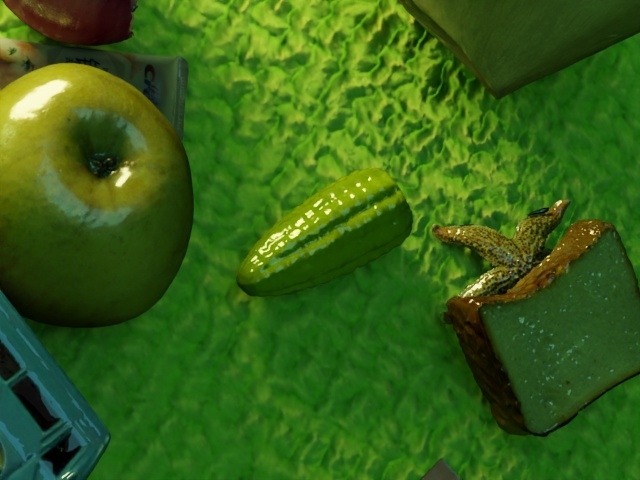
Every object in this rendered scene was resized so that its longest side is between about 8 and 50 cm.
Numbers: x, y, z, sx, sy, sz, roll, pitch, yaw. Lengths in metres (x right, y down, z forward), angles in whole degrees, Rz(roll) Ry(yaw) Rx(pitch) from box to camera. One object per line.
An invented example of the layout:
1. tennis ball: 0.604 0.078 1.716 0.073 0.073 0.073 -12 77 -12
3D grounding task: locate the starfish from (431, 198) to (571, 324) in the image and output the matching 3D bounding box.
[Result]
1. starfish: 0.219 0.047 2.107 0.208 0.053 0.176 -16 90 -19

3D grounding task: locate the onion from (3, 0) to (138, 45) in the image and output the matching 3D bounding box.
1. onion: -0.256 -0.310 1.954 0.200 0.200 0.207 5 103 -21

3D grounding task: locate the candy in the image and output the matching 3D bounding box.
1. candy: 0.000 0.000 2.001 0.209 0.097 0.097 -30 87 -24

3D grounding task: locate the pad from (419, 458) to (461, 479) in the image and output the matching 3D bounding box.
1. pad: 0.154 0.336 2.010 0.113 0.006 0.188 -41 90 -26

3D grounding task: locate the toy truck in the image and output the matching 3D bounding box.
1. toy truck: -0.364 0.111 1.782 0.162 0.161 0.385 -38 90 -30

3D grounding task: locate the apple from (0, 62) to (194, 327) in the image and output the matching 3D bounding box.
1. apple: -0.241 -0.041 1.859 0.261 0.194 0.261 7 72 -23

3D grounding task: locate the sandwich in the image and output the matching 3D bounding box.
1. sandwich: 0.259 0.098 2.065 0.215 0.065 0.186 -33 108 -26

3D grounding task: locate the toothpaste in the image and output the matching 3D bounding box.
1. toothpaste: -0.288 -0.167 1.955 0.323 0.066 0.100 8 78 -25

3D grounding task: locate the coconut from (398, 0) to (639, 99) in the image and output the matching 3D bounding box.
1. coconut: 0.216 -0.356 2.062 0.415 0.344 0.415 0 90 -12
